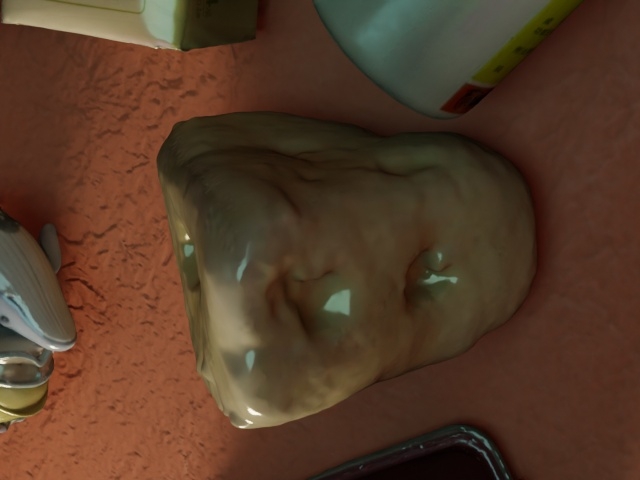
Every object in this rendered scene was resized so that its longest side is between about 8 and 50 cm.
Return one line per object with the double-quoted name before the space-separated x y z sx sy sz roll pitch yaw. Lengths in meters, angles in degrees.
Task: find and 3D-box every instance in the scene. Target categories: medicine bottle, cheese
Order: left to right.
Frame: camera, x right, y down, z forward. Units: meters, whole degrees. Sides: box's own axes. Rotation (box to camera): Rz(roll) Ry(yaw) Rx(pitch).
"cheese" 0.000 0.001 1.088 0.248 0.251 0.173 32 132 56
"medicine bottle" 0.110 -0.193 0.994 0.225 0.139 0.139 -45 79 26

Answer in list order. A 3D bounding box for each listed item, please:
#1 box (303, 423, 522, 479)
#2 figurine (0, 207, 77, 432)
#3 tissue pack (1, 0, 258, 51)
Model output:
"box" 0.012 0.271 1.114 0.294 0.167 0.193 -26 89 28
"figurine" -0.272 0.053 1.240 0.208 0.128 0.183 11 107 32
"tissue pack" -0.124 -0.258 1.103 0.159 0.125 0.234 11 105 26
